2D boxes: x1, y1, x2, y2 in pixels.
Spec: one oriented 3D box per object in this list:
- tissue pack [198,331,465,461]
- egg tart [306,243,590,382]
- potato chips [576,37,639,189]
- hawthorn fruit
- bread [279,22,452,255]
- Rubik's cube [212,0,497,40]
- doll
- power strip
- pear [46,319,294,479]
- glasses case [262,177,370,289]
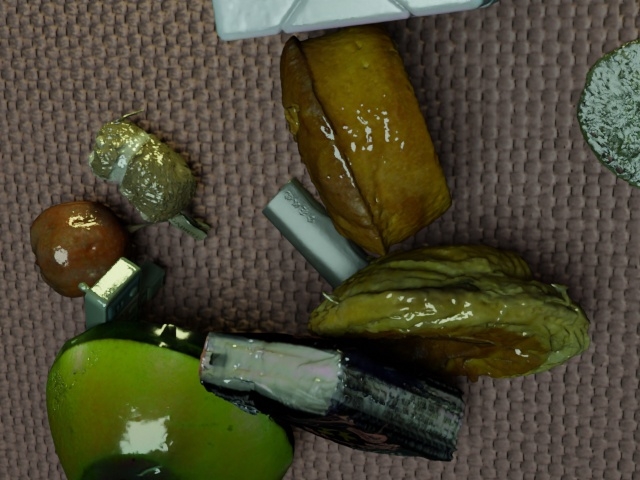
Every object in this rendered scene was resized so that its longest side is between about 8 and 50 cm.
[{"bbox_3d":[0.020,0.206,1.474,0.245,0.332,0.123,5,73,38],"label":"tissue pack"},{"bbox_3d":[0.150,0.089,1.450,0.351,0.340,0.153,-28,54,56],"label":"egg tart"},{"bbox_3d":[0.445,-0.171,1.404,0.220,0.029,0.202,-35,90,24],"label":"potato chips"},{"bbox_3d":[-0.350,0.002,1.636,0.189,0.149,0.149,-30,95,23],"label":"hawthorn fruit"},{"bbox_3d":[0.056,-0.137,1.405,0.172,0.312,0.312,-24,97,6],"label":"bread"},{"bbox_3d":[0.048,-0.423,1.301,0.319,0.316,0.321,-4,103,19],"label":"Rubik's cube"},{"bbox_3d":[-0.245,-0.085,1.598,0.115,0.105,0.221,-41,89,16],"label":"doll"},{"bbox_3d":[-0.298,0.092,1.646,0.061,0.145,0.215,35,147,11],"label":"power strip"},{"bbox_3d":[-0.240,0.315,1.602,0.399,0.165,0.398,8,133,8],"label":"pear"},{"bbox_3d":[0.001,0.001,1.584,0.072,0.042,0.190,-43,90,15],"label":"glasses case"}]
